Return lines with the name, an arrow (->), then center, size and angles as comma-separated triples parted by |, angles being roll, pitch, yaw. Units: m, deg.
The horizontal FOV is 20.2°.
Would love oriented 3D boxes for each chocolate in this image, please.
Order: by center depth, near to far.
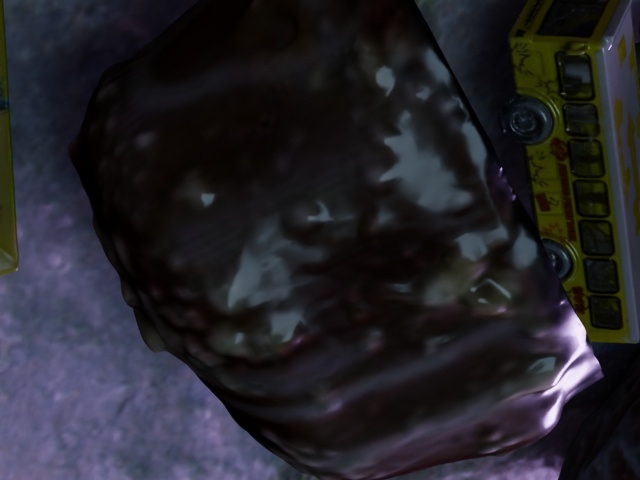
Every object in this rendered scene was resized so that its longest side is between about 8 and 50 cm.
chocolate -> 0.000, 0.000, 0.968 | 0.210, 0.225, 0.340 | -30, 132, 3

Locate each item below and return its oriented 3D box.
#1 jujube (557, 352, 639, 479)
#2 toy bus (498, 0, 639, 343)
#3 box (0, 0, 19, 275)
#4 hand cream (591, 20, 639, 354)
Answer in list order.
jujube -> 0.309, 0.147, 1.265 | 0.317, 0.226, 0.226 | -49, 133, 6
toy bus -> 0.161, -0.041, 1.107 | 0.081, 0.074, 0.226 | -55, 141, -49
box -> -0.228, -0.090, 0.867 | 0.153, 0.041, 0.279 | -14, 125, -24
hand cream -> 0.206, -0.026, 1.194 | 0.091, 0.058, 0.271 | -8, 128, -22
